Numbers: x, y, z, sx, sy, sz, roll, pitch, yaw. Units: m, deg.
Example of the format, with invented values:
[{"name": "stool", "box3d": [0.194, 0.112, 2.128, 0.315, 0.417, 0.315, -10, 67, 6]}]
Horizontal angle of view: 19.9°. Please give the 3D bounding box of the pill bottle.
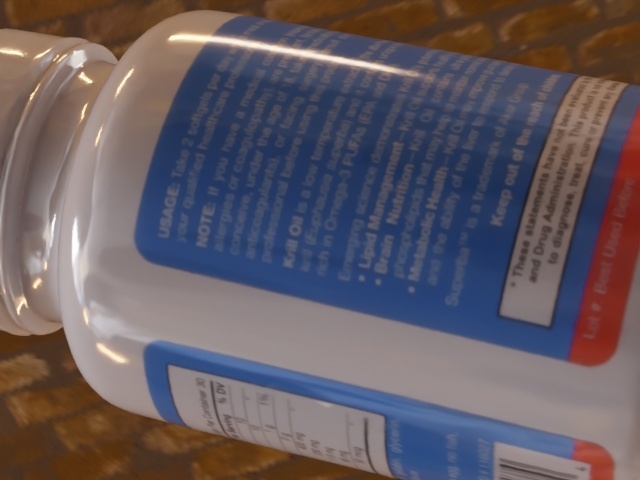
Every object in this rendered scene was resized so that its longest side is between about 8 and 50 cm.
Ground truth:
[{"name": "pill bottle", "box3d": [0.000, 0.000, 0.532, 0.221, 0.124, 0.124, 13, -96, 14]}]
